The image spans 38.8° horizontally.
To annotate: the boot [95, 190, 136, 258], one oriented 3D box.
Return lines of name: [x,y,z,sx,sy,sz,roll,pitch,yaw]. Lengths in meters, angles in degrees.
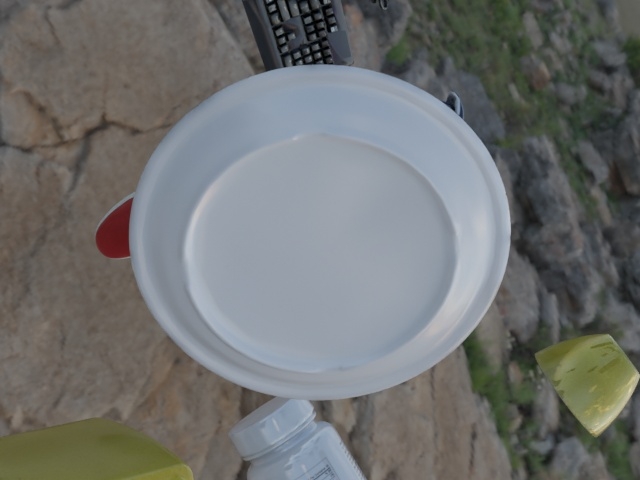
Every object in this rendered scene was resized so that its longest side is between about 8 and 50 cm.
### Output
boot: [-0.228,-0.021,1.266,0.088,0.244,0.176,62,15,-16]

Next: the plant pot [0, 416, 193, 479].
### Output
plant pot: [-0.215,0.275,0.783,0.212,0.187,0.212,-2,84,-46]

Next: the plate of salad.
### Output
plate of salad: [0.000,0.000,0.484,0.200,0.200,0.048,55,15,-25]

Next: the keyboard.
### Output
keyboard: [-0.005,-0.334,1.076,0.033,0.201,0.317,53,-12,42]

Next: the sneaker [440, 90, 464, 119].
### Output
sneaker: [0.159,-0.175,1.391,0.282,0.099,0.153,-111,-178,-55]

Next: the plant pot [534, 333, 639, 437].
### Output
plant pot: [0.365,0.179,1.207,0.134,0.095,0.134,49,13,-16]

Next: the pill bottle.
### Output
pill bottle: [-0.014,0.383,1.409,0.283,0.160,0.160,59,25,-1]
